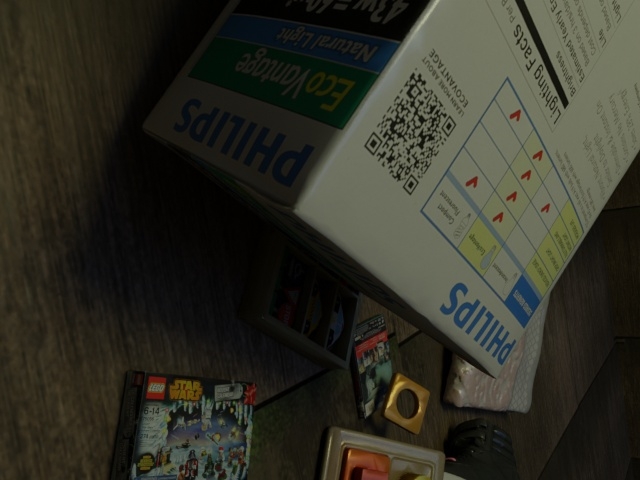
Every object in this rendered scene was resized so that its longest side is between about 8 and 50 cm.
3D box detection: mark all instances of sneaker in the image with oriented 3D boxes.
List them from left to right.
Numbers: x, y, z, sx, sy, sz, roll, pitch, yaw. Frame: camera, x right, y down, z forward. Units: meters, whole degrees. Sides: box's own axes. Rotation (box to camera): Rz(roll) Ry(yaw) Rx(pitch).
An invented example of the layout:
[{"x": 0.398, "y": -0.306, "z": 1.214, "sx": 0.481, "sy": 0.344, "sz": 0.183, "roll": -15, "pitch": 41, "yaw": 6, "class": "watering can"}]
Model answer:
[{"x": 0.214, "y": 0.345, "z": 0.898, "sx": 0.295, "sy": 0.104, "sz": 0.147, "roll": 30, "pitch": 42, "yaw": -35, "class": "sneaker"}]

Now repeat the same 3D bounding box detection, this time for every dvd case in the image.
[{"x": 0.070, "y": 0.168, "z": 0.783, "sx": 0.087, "sy": 0.013, "sz": 0.119, "roll": -15, "pitch": 95, "yaw": -54, "class": "dvd case"}]

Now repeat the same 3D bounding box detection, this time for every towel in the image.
[{"x": 0.348, "y": 0.155, "z": 1.078, "sx": 0.317, "sy": 0.053, "sz": 0.332, "roll": 26, "pitch": 76, "yaw": -48, "class": "towel"}]

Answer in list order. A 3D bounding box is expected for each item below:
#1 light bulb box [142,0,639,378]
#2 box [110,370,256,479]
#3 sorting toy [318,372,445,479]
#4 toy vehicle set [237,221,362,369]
[{"x": 0.110, "y": -0.124, "z": 0.530, "sx": 0.361, "sy": 0.225, "sz": 0.358, "roll": -56, "pitch": 135, "yaw": -5, "class": "light bulb box"}, {"x": -0.115, "y": 0.169, "z": 0.515, "sx": 0.137, "sy": 0.027, "sz": 0.094, "roll": 23, "pitch": 66, "yaw": -50, "class": "box"}, {"x": 0.079, "y": 0.330, "z": 0.691, "sx": 0.196, "sy": 0.047, "sz": 0.348, "roll": 22, "pitch": 65, "yaw": -25, "class": "sorting toy"}, {"x": 0.000, "y": 0.000, "z": 0.694, "sx": 0.166, "sy": 0.035, "sz": 0.267, "roll": 39, "pitch": 55, "yaw": -44, "class": "toy vehicle set"}]
